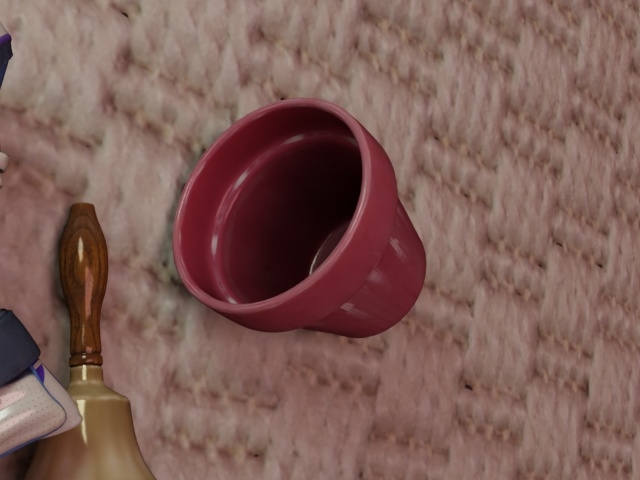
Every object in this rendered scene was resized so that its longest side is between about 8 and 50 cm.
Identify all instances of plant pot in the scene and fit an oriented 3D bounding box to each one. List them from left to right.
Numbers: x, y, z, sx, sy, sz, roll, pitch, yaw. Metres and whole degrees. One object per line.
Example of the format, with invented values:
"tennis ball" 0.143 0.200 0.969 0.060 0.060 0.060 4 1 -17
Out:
"plant pot" 0.000 0.000 0.802 0.180 0.201 0.201 35 65 -49

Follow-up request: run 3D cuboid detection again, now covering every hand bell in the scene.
"hand bell" -0.188 0.087 0.707 0.126 0.126 0.242 8 68 -39

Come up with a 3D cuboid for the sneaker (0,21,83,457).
"sneaker" -0.244 0.028 0.613 0.236 0.130 0.323 39 68 -22
